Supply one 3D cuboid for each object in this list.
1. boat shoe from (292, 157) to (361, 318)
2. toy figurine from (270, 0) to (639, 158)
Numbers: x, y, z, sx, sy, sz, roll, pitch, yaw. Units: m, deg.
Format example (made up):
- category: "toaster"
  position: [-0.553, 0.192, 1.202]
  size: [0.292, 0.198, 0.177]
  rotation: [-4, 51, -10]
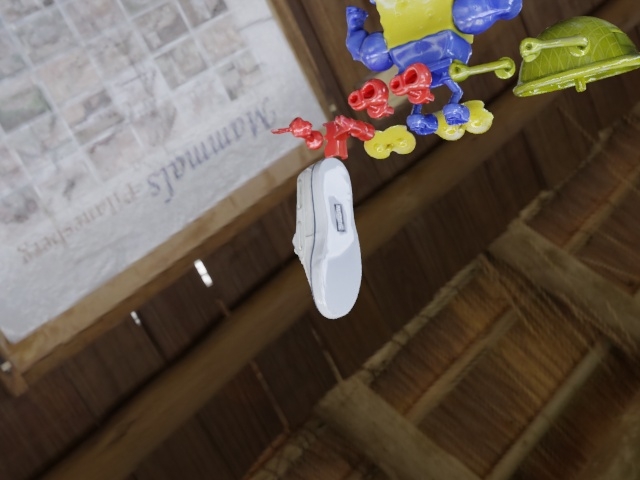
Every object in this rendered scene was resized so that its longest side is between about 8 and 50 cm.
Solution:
- category: "boat shoe"
  position: [0.000, 0.000, 0.545]
  size: [0.035, 0.100, 0.035]
  rotation: [4, 166, -41]
- category: "toy figurine"
  position: [0.119, -0.232, 0.892]
  size: [0.362, 0.217, 0.191]
  rotation: [-13, 168, 37]
